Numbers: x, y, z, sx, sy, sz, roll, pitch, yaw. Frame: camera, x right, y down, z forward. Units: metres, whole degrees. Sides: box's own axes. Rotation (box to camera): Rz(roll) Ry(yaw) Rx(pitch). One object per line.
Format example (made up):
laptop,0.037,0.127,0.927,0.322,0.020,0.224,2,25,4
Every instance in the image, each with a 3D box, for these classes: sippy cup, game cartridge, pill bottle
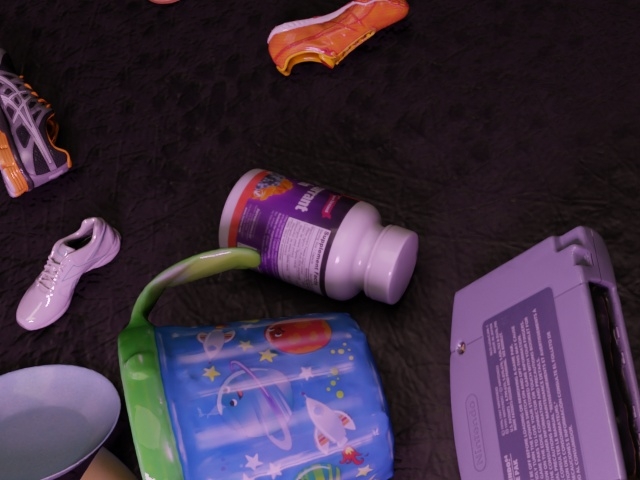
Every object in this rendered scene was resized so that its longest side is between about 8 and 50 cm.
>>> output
sippy cup,-0.055,0.171,1.028,0.224,0.305,0.240,-13,18,-6
game cartridge,0.201,0.158,0.995,0.062,0.198,0.297,11,60,-28
pill bottle,0.000,0.000,1.152,0.193,0.108,0.108,19,69,19

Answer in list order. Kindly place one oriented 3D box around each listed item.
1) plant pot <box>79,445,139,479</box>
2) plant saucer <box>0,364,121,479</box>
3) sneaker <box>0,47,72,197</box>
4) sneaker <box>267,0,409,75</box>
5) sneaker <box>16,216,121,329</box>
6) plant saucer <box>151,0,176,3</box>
plant pot,-0.206,0.282,1.056,0.095,0.134,0.134,31,72,-2
plant saucer,-0.299,0.200,1.124,0.195,0.037,0.195,-5,29,3
sneaker,-0.362,-0.149,1.325,0.083,0.084,0.215,-17,65,-12
sneaker,0.026,-0.243,1.304,0.175,0.064,0.067,-19,82,8
sneaker,-0.291,0.032,1.225,0.053,0.061,0.152,34,76,22
plant saucer,-0.196,-0.340,1.415,0.083,0.013,0.083,-5,63,10
